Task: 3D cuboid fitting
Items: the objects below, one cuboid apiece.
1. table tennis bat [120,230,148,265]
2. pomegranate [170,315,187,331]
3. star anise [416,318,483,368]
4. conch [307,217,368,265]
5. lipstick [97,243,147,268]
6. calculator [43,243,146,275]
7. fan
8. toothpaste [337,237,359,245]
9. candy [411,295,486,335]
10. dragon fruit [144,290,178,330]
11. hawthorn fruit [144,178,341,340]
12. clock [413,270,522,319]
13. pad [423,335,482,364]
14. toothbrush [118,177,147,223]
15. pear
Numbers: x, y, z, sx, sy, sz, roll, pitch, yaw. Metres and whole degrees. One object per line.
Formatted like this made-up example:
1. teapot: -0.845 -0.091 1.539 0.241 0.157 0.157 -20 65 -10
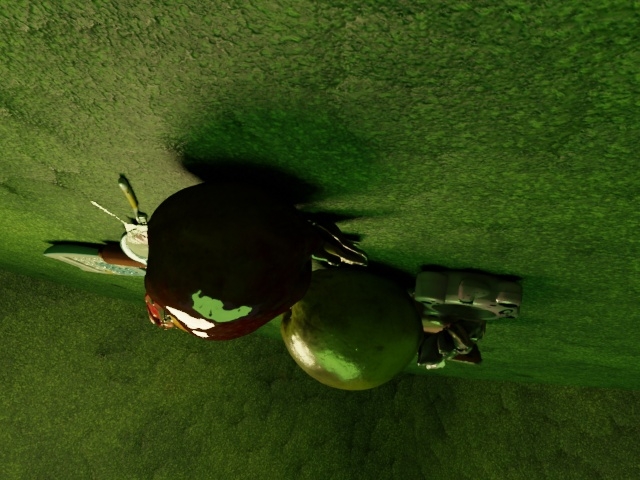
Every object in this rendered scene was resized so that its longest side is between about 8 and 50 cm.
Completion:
1. table tennis bat: -0.497 0.047 1.574 0.149 0.038 0.237 3 139 2
2. pomegranate: -0.376 0.197 1.769 0.248 0.248 0.248 11 163 3
3. star anise: 0.344 0.270 1.412 0.229 0.093 0.236 -26 167 -17
4. conch: 0.001 -0.004 1.115 0.233 0.086 0.080 4 -164 26
5. lipstick: -0.525 0.061 1.694 0.418 0.077 0.077 7 163 21
6. calculator: -0.793 0.076 1.945 0.386 0.054 0.256 5 162 29
7. fan: -0.486 -0.022 1.439 0.182 0.010 0.310 -23 140 27
8. toothpaste: -0.010 -0.006 1.208 0.197 0.034 0.057 9 179 3
9. candy: 0.366 0.231 1.617 0.255 0.094 0.255 11 163 3
10. dragon fruit: -0.531 0.214 1.926 0.192 0.274 0.193 -30 122 10
11. hawthorn fruit: -0.167 0.032 1.004 0.308 0.308 0.325 21 151 -29
12. clock: 0.366 0.140 1.337 0.248 0.090 0.227 4 163 19
13. pad: 0.359 0.306 1.738 0.287 0.018 0.284 10 -162 3
14. toothbrush: -0.432 -0.086 1.249 0.024 0.021 0.288 3 165 -9
15. pear: 0.077 0.235 1.446 0.413 0.352 0.352 23 160 -24
